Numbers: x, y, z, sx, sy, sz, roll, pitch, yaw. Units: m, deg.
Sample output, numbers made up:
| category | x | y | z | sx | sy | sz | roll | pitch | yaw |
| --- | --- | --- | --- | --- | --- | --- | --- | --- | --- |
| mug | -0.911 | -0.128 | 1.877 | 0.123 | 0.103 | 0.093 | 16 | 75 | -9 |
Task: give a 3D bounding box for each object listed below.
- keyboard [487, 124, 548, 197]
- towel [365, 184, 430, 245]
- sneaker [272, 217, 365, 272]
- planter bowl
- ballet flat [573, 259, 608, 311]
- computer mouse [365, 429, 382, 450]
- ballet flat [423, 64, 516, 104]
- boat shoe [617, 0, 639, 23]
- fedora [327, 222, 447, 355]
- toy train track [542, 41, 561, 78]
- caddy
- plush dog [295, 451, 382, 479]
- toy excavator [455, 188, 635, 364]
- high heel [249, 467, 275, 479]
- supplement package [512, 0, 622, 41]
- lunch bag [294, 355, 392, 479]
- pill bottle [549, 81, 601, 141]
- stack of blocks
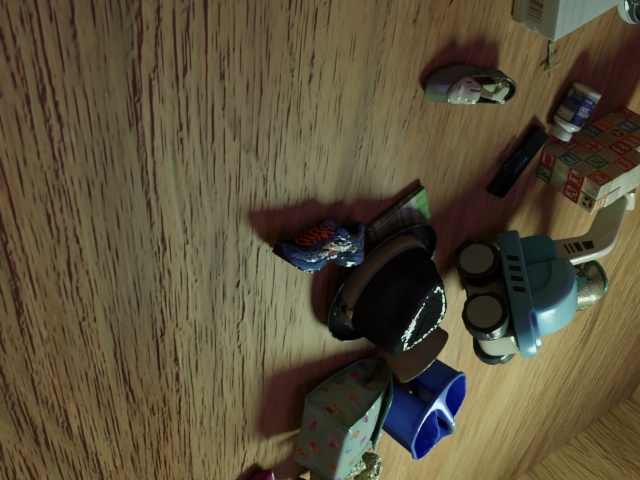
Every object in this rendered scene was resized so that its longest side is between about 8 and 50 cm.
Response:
| category | x | y | z | sx | sy | sz | roll | pitch | yaw |
| --- | --- | --- | --- | --- | --- | --- | --- | --- | --- |
| keyboard | 0.440 | -0.178 | 1.565 | 0.108 | 0.023 | 0.180 | 10 | 117 | -56 |
| towel | 0.161 | -0.038 | 1.430 | 0.152 | 0.023 | 0.113 | -39 | 146 | -12 |
| sneaker | 0.000 | 0.000 | 1.268 | 0.221 | 0.083 | 0.087 | -7 | 117 | -48 |
| planter bowl | 0.207 | 0.239 | 1.642 | 0.162 | 0.109 | 0.162 | -45 | -176 | 4 |
| ballet flat | 0.648 | 0.154 | 1.952 | 0.182 | 0.164 | 0.483 | -18 | 166 | 1 |
| computer mouse | 0.146 | 0.506 | 1.937 | 0.106 | 0.042 | 0.193 | -14 | 129 | -42 |
| ballet flat | 0.281 | -0.278 | 1.264 | 0.213 | 0.068 | 0.072 | -12 | 133 | -37 |
| boat shoe | 0.654 | -0.518 | 1.390 | 0.080 | 0.076 | 0.228 | -39 | 144 | -9 |
| fedora | 0.171 | 0.128 | 1.463 | 0.334 | 0.152 | 0.334 | -31 | 149 | -22 |
| toy train track | 0.466 | -0.367 | 1.409 | 0.048 | 0.014 | 0.083 | -30 | 137 | -9 |
| caddy | 0.289 | 0.452 | 1.859 | 0.241 | 0.179 | 0.341 | -49 | 152 | -17 |
| plush dog | 0.042 | 0.590 | 1.834 | 0.262 | 0.211 | 0.225 | -41 | 141 | -58 |
| toy excavator | 0.561 | 0.060 | 1.679 | 0.445 | 0.433 | 0.222 | -10 | 146 | 15 |
| high heel | -0.105 | 0.648 | 1.792 | 0.117 | 0.082 | 0.244 | -40 | 133 | 10 |
| supplement package | 0.441 | -0.450 | 1.222 | 0.179 | 0.105 | 0.105 | -31 | 142 | -18 |
| lunch bag | 0.074 | 0.422 | 1.684 | 0.262 | 0.160 | 0.223 | -31 | 142 | -47 |
| pill bottle | 0.561 | -0.284 | 1.539 | 0.067 | 0.067 | 0.120 | -2 | 126 | -44 |
| stack of blocks | 0.690 | -0.199 | 1.663 | 0.297 | 0.171 | 0.087 | -28 | 141 | -24 |
